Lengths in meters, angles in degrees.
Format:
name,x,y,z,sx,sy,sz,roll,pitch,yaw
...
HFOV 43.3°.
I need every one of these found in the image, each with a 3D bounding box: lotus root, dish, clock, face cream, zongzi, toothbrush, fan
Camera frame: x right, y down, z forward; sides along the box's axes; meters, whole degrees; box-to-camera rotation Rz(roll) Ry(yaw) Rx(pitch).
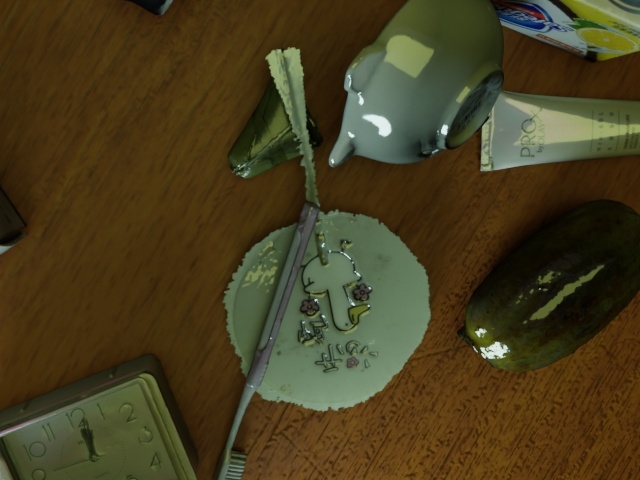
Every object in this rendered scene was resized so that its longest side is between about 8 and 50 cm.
name,x,y,z,sx,sy,sz,roll,pitch,yaw
lotus root,0.264,0.051,0.891,0.241,0.123,0.124,-40,91,-4
dish,0.117,-0.139,0.797,0.086,0.228,0.236,39,51,21
clock,-0.243,0.224,0.862,0.192,0.071,0.147,-20,99,-5
face cream,0.302,-0.128,0.912,0.244,0.058,0.092,-2,101,-2
zongzi,-0.064,-0.132,0.852,0.104,0.052,0.113,-25,106,-9
toothbrush,-0.058,0.126,0.879,0.029,0.024,0.354,14,103,-20
fan,0.000,0.000,0.873,0.233,0.012,0.414,-10,108,-8

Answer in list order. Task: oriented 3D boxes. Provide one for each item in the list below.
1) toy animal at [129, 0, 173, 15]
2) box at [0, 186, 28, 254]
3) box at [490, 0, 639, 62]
name,x,y,z,sx,sy,sz,roll,pitch,yaw
toy animal,-0.199,-0.353,0.743,0.267,0.212,0.212,32,91,-7
box,-0.448,-0.085,0.761,0.173,0.145,0.333,-32,100,-1
box,0.224,-0.281,0.825,0.265,0.168,0.097,19,91,-12
